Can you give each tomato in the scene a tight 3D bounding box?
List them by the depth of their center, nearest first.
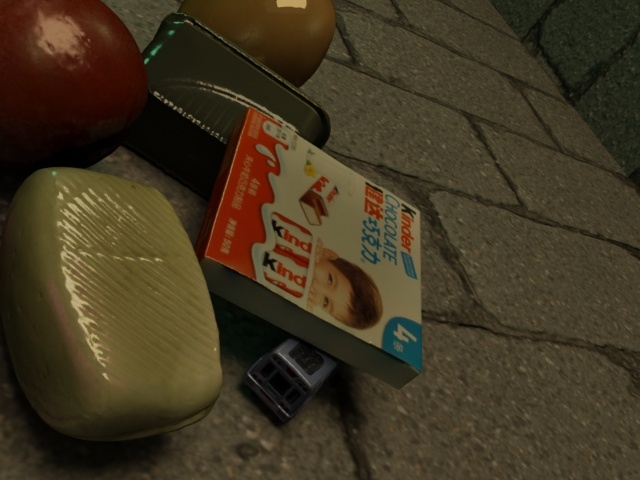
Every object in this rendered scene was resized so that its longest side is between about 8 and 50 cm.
[{"bbox_3d":[-0.283,-0.160,0.816,0.184,0.208,0.208,53,31,-6],"label":"tomato"}]

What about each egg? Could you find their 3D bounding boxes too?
[{"bbox_3d":[-0.094,-0.308,1.176,0.201,0.245,0.201,54,25,-41],"label":"egg"}]

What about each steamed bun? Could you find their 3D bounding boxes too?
[{"bbox_3d":[-0.194,0.065,0.684,0.170,0.153,0.238,8,58,-50],"label":"steamed bun"}]

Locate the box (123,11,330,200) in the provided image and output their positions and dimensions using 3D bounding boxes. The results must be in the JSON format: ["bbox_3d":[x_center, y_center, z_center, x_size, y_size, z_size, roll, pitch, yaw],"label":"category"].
[{"bbox_3d":[-0.137,-0.154,1.036,0.274,0.138,0.178,34,41,-8],"label":"box"}]

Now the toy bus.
[{"bbox_3d":[-0.008,0.123,0.853,0.073,0.076,0.167,44,32,6],"label":"toy bus"}]

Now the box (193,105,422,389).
[{"bbox_3d":[0.000,0.000,0.882,0.265,0.048,0.273,30,37,-19],"label":"box"}]
